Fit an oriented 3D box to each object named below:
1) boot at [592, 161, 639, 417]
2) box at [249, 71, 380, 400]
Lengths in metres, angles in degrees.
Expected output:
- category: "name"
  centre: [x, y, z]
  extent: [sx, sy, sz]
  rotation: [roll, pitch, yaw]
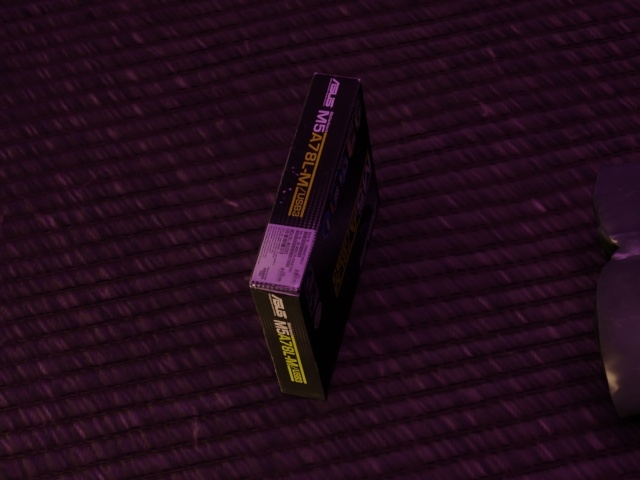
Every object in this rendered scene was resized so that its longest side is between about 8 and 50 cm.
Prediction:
- category: "boot"
  centre: [0.408, 0.063, 1.009]
  extent: [0.445, 0.146, 0.367]
  rotation: [-5, 38, 17]
- category: "box"
  centre: [0.000, 0.000, 1.147]
  extent: [0.045, 0.184, 0.190]
  rotation: [8, 61, 14]
